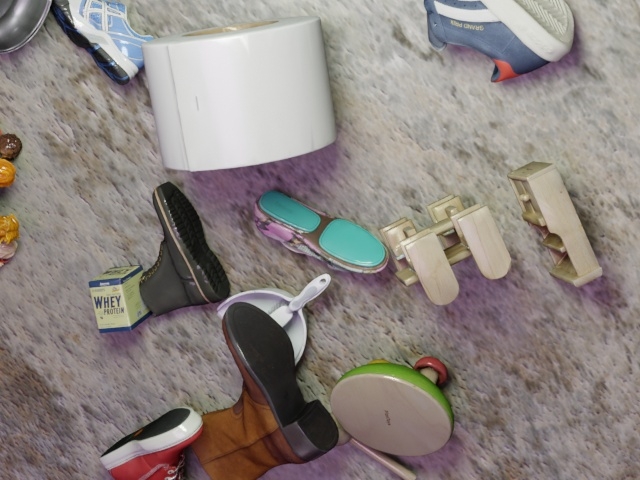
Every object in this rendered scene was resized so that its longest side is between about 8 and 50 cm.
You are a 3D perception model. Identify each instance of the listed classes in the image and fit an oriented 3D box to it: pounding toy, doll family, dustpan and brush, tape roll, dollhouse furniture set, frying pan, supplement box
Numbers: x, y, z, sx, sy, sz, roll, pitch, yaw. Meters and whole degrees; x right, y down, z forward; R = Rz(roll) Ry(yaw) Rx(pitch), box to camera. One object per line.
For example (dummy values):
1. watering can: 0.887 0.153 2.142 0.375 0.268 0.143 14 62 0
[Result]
1. pounding toy: 0.110 0.235 1.741 0.183 0.110 0.237 24 139 1
2. doll family: -0.540 -0.062 1.823 0.163 0.118 0.263 11 109 13
3. dustpan and brush: -0.053 0.108 1.759 0.211 0.060 0.147 -42 91 23
4. tape roll: -0.108 -0.203 1.584 0.246 0.246 0.169 -4 104 18
5. dollhouse furniture set: 0.225 0.020 1.573 0.242 0.212 0.161 -26 98 -3
6. frying pan: -0.524 -0.373 1.751 0.326 0.053 0.197 0 88 31
7. supplement box: -0.309 0.090 1.818 0.056 0.083 0.083 -6 103 17

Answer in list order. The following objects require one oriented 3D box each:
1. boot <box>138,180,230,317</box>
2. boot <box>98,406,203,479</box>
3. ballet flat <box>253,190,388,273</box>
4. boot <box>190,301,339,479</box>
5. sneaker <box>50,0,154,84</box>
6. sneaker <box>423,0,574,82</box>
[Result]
1. boot: -0.241 0.022 1.787 0.137 0.077 0.198 -20 99 26
2. boot: -0.227 0.368 1.858 0.244 0.088 0.176 -32 96 44
3. ballet flat: 0.000 0.000 1.709 0.221 0.077 0.079 25 145 17
4. boot: -0.126 0.245 1.799 0.264 0.096 0.280 53 137 -6
5. sneaker: -0.326 -0.320 1.715 0.081 0.080 0.211 -41 80 -16
6. sneaker: 0.161 -0.333 1.496 0.350 0.131 0.148 44 135 -17
